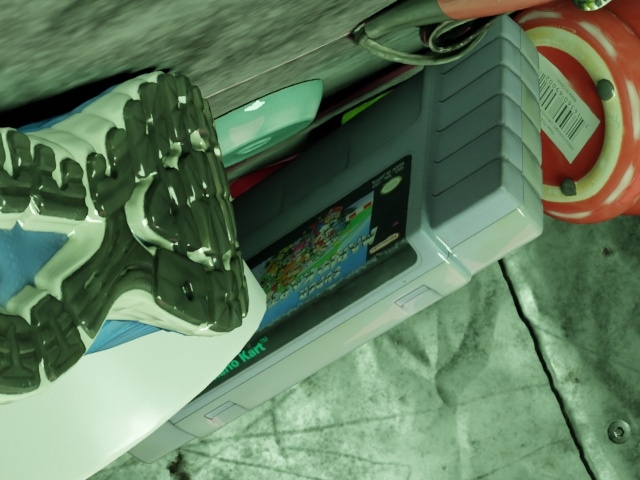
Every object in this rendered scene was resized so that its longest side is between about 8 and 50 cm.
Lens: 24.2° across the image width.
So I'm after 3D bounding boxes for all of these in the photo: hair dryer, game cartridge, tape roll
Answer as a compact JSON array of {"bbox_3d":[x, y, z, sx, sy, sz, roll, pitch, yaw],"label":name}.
[{"bbox_3d":[0.153,-0.140,0.776,0.224,0.080,0.293,-24,178,-15],"label":"hair dryer"},{"bbox_3d":[0.000,0.000,1.057,0.355,0.068,0.230,-33,-157,28],"label":"game cartridge"},{"bbox_3d":[-0.176,0.071,0.946,0.286,0.100,0.286,-31,-168,7],"label":"tape roll"}]

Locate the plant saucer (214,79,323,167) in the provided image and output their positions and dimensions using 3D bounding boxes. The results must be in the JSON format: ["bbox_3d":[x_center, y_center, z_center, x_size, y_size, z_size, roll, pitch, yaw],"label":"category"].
[{"bbox_3d":[-0.048,-0.070,0.981,0.119,0.021,0.119,-26,178,-1],"label":"plant saucer"}]

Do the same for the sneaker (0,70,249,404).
[{"bbox_3d":[-0.139,0.001,0.656,0.147,0.129,0.330,-11,-179,22],"label":"sneaker"}]

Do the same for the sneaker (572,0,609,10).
[{"bbox_3d":[0.204,-0.182,1.015,0.035,0.031,0.083,-25,178,-38],"label":"sneaker"}]

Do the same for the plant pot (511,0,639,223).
[{"bbox_3d":[0.228,-0.106,1.137,0.174,0.191,0.191,-17,173,-37],"label":"plant pot"}]

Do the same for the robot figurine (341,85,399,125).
[{"bbox_3d":[0.064,-0.089,1.219,0.115,0.067,0.101,-25,-176,17],"label":"robot figurine"}]

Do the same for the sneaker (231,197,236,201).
[{"bbox_3d":[-0.163,0.026,1.278,0.236,0.095,0.104,-20,-162,-24],"label":"sneaker"}]

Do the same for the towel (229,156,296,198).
[{"bbox_3d":[0.063,-0.053,1.290,0.199,0.031,0.275,-24,-160,-32],"label":"towel"}]
